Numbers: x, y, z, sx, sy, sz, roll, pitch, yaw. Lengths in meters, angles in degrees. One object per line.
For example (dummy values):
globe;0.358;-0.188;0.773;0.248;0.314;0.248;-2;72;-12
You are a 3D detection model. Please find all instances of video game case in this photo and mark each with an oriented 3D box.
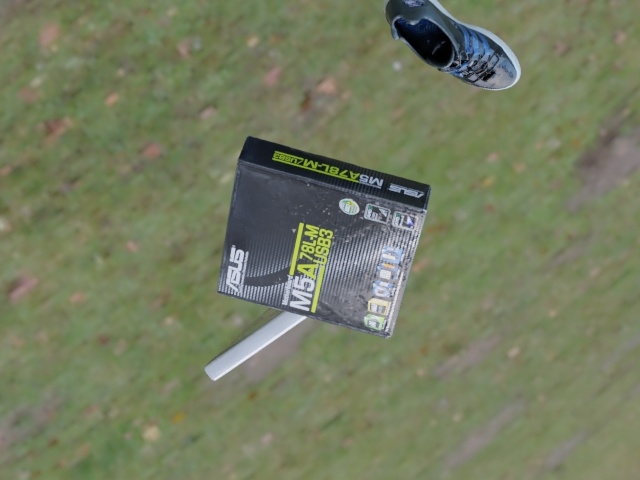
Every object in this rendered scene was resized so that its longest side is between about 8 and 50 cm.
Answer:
video game case;-0.022;0.069;1.916;0.201;0.023;0.183;-36;-178;28

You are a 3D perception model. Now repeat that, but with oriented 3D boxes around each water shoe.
water shoe;0.152;-0.219;2.004;0.203;0.080;0.073;30;129;-26

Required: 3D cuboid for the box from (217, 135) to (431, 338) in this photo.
box;0.000;0.000;1.654;0.190;0.184;0.045;103;1;-46
